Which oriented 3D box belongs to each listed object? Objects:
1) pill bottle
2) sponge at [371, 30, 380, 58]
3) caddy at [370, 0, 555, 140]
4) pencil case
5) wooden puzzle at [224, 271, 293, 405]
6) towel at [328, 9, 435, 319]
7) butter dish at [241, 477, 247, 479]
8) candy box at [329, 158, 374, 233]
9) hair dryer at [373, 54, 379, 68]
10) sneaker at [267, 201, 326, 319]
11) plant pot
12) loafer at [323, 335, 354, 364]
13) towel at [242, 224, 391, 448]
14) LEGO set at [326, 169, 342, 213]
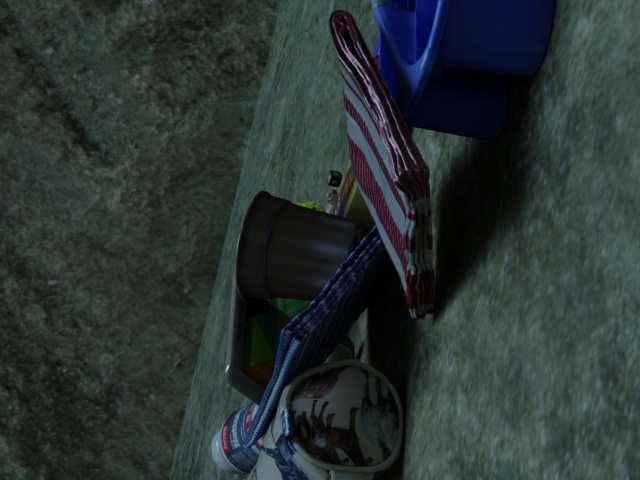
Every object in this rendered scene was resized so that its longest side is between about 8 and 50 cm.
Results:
[{"bbox_3d":[-0.099,0.312,2.136,0.180,0.108,0.108,-36,41,51],"label":"pill bottle"},{"bbox_3d":[0.099,-0.247,2.130,0.210,0.031,0.117,-88,15,-47],"label":"sponge"},{"bbox_3d":[0.141,-0.274,1.539,0.241,0.179,0.341,116,163,-49],"label":"caddy"},{"bbox_3d":[-0.025,0.336,1.760,0.410,0.160,0.183,114,176,-46],"label":"pencil case"},{"bbox_3d":[-0.058,0.182,2.054,0.044,0.238,0.221,-30,35,24],"label":"wooden puzzle"},{"bbox_3d":[0.070,-0.075,1.541,0.329,0.037,0.237,79,170,-58],"label":"towel"},{"bbox_3d":[-0.091,0.429,2.116,0.160,0.160,0.118,129,121,-71],"label":"butter dish"},{"bbox_3d":[0.051,-0.042,2.091,0.109,0.053,0.187,-90,17,-49],"label":"candy box"},{"bbox_3d":[0.110,-0.216,1.903,0.223,0.080,0.293,-99,24,-62],"label":"hair dryer"},{"bbox_3d":[-0.056,0.070,2.246,0.109,0.123,0.295,41,113,52],"label":"sneaker"},{"bbox_3d":[-0.021,0.020,2.000,0.167,0.165,0.167,9,-90,-76],"label":"plant pot"},{"bbox_3d":[0.021,0.206,1.967,0.050,0.056,0.148,-98,13,-61],"label":"loafer"},{"bbox_3d":[0.010,0.100,1.784,0.336,0.040,0.243,-48,-15,-44],"label":"towel"},{"bbox_3d":[0.000,0.000,2.308,0.182,0.060,0.244,-155,78,-75],"label":"LEGO set"}]
